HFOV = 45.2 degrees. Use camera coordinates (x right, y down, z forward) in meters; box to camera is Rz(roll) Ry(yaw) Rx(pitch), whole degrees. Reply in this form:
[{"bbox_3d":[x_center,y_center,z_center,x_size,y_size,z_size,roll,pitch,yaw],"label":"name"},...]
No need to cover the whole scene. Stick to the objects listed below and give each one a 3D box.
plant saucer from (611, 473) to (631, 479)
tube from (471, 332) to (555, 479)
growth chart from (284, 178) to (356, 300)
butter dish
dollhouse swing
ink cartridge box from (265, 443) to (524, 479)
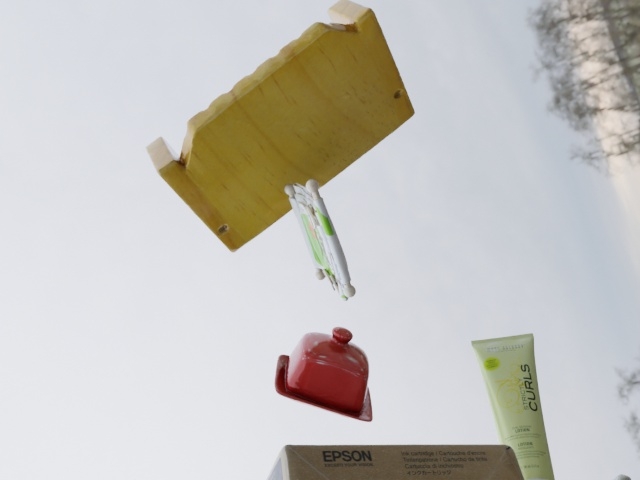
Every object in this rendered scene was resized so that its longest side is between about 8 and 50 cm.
[{"bbox_3d":[0.324,0.503,1.067,0.400,0.100,0.401,-46,-34,-44],"label":"plant saucer"},{"bbox_3d":[0.271,0.233,1.073,0.070,0.062,0.240,21,-136,-22],"label":"tube"},{"bbox_3d":[0.000,0.000,0.999,0.237,0.021,0.172,-156,45,-79],"label":"growth chart"},{"bbox_3d":[0.018,0.192,1.205,0.160,0.160,0.118,-92,21,-77],"label":"butter dish"},{"bbox_3d":[-0.095,-0.218,1.166,0.305,0.346,0.315,52,179,36],"label":"dollhouse swing"},{"bbox_3d":[0.055,0.278,0.734,0.234,0.193,0.088,6,-135,-19],"label":"ink cartridge box"}]
